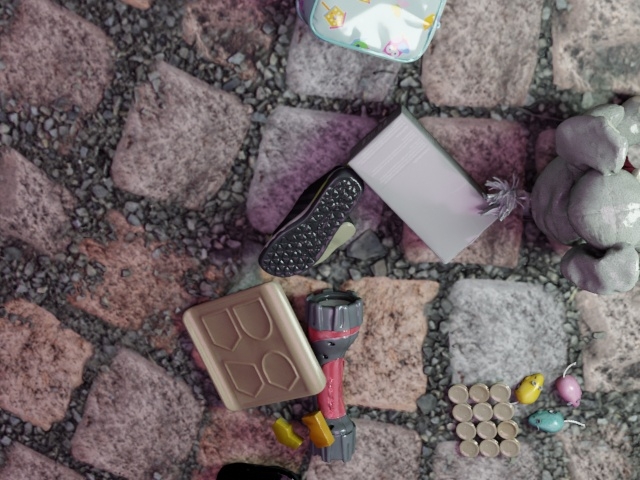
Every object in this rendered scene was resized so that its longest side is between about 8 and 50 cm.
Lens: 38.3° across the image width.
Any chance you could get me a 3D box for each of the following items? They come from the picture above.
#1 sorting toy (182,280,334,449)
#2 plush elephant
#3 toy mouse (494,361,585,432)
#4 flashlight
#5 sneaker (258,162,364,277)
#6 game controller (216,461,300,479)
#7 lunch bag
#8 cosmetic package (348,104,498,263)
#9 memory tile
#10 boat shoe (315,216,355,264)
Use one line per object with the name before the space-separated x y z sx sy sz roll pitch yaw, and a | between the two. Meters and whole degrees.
sorting toy | -0.096 0.230 1.629 0.229 0.041 0.307 -20 99 36
plush elephant | 0.433 -0.061 1.367 0.330 0.255 0.271 -9 104 -14
toy mouse | 0.416 0.292 1.628 0.143 0.031 0.161 42 106 -6
flashlight | 0.026 0.241 1.622 0.103 0.103 0.303 1 105 11
sneaker | -0.012 -0.035 1.551 0.234 0.097 0.084 -45 111 7
game controller | -0.116 0.568 1.750 0.167 0.067 0.319 2 105 6
lunch bag | 0.097 -0.415 1.399 0.224 0.108 0.279 10 112 -24
cosmetic package | 0.170 -0.092 1.512 0.127 0.107 0.238 -41 101 15
memory tile | 0.294 0.322 1.651 0.113 0.012 0.148 -7 105 20
boat shoe | 0.001 0.001 1.589 0.133 0.042 0.049 -37 134 17
